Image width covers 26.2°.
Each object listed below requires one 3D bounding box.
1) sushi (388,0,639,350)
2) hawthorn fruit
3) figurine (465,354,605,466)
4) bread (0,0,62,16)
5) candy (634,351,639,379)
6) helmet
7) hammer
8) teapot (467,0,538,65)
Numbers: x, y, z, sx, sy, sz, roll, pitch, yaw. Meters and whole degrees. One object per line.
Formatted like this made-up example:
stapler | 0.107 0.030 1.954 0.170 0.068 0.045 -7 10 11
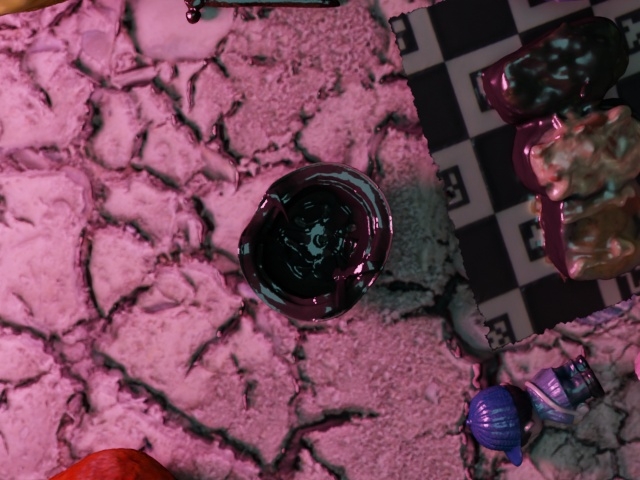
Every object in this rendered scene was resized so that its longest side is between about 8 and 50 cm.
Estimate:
sushi | 0.269 -0.093 1.410 0.296 0.100 0.373 -19 101 -10
hawthorn fruit | -0.235 0.342 1.501 0.207 0.243 0.207 0 95 5
figurine | 0.237 0.184 1.517 0.149 0.087 0.086 -30 52 7
bread | -0.332 -0.404 1.439 0.348 0.308 0.348 2 100 9
candy | 0.468 0.093 1.428 0.155 0.116 0.265 38 113 -7
helmet | -0.004 0.009 1.525 0.153 0.107 0.177 36 78 7
hammer | -0.067 -0.277 1.556 0.178 0.021 0.065 2 92 7
teapot | 0.205 -0.217 1.499 0.108 0.149 0.111 35 135 -10
